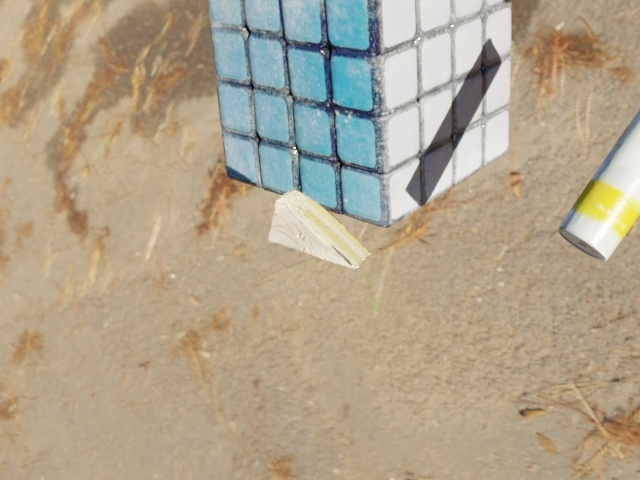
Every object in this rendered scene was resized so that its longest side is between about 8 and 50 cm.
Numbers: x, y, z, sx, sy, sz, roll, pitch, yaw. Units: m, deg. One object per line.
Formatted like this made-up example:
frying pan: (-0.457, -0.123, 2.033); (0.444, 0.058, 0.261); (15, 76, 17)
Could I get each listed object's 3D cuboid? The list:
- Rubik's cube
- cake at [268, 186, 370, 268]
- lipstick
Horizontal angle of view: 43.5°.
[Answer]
Rubik's cube: (0.065, -0.263, 1.223); (0.337, 0.343, 0.345); (18, 125, 39)
cake: (0.000, 0.000, 0.911); (0.121, 0.052, 0.065); (38, 124, 19)
lipstick: (0.328, -0.103, 0.780); (0.059, 0.059, 0.264); (35, 90, 44)
